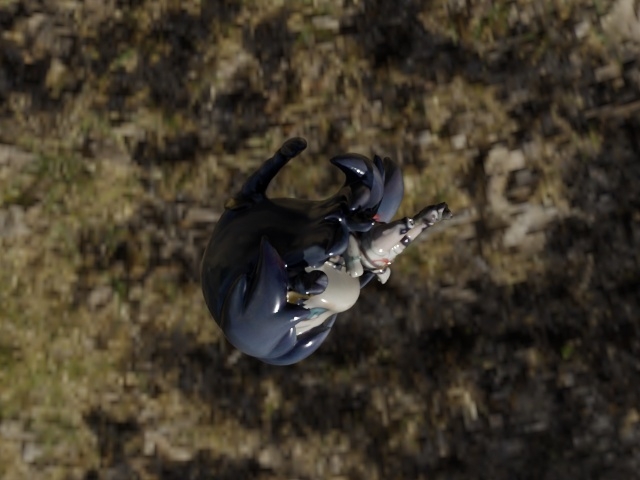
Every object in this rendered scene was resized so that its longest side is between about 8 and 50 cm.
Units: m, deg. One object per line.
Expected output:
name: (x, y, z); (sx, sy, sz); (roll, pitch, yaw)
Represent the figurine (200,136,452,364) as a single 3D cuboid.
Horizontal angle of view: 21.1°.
figurine: (-0.005, 0.007, 1.757); (0.265, 0.197, 0.175); (-48, 141, 11)
